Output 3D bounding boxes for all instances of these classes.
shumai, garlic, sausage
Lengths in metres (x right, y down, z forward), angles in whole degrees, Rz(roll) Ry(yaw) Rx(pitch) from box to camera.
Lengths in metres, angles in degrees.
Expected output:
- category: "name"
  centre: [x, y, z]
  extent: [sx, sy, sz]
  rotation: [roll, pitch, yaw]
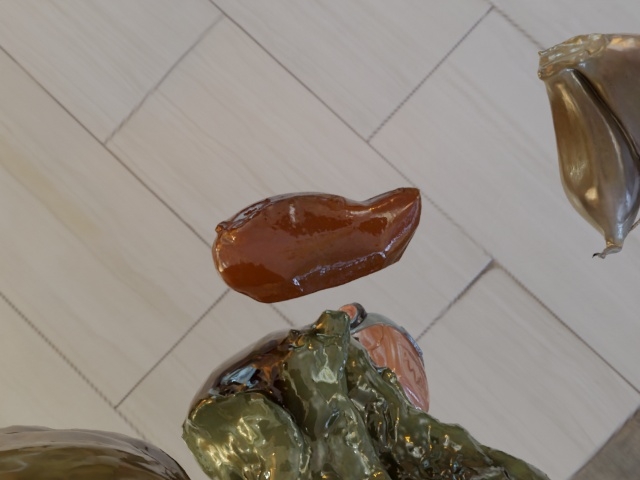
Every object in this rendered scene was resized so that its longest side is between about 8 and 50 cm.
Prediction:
- category: "shumai"
  centre: [0.025, 0.237, 0.938]
  extent: [0.398, 0.324, 0.323]
  rotation: [-20, 82, -27]
- category: "garlic"
  centre: [0.485, -0.151, 1.422]
  extent: [0.231, 0.246, 0.340]
  rotation: [-15, 81, 21]
- category: "sausage"
  centre: [0.000, 0.000, 0.748]
  extent: [0.179, 0.089, 0.089]
  rotation: [-13, 85, -9]

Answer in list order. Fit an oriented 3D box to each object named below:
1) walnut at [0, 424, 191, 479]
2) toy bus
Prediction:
- category: "walnut"
  centre: [-0.177, 0.240, 0.529]
  extent: [0.285, 0.285, 0.296]
  rotation: [-43, 43, 2]
- category: "toy bus"
  centre: [0.045, 0.263, 1.485]
  extent: [0.288, 0.232, 0.194]
  rotation: [-33, 122, 7]
